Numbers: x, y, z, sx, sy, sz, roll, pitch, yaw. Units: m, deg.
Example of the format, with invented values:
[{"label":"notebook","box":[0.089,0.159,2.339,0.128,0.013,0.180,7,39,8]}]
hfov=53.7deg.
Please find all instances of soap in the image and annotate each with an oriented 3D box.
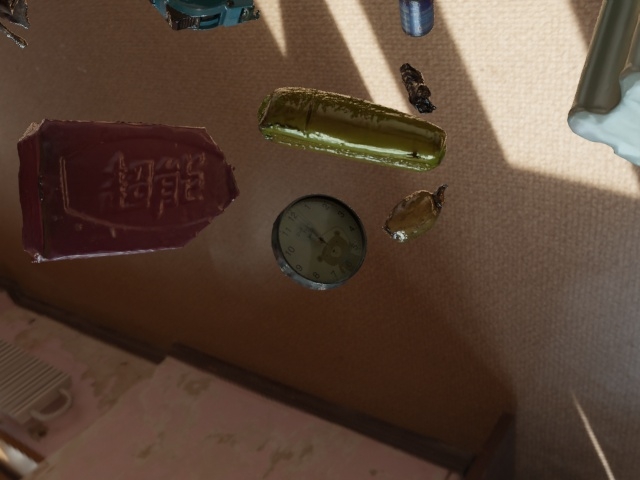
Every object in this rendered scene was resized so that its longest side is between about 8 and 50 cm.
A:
[{"label":"soap","box":[-0.225,-0.065,0.769,0.099,0.249,0.162,-7,90,50]},{"label":"soap","box":[0.226,-0.131,0.358,0.118,0.198,0.066,25,161,-5]}]

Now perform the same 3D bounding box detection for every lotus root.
[{"label":"lotus root","box":[0.274,-0.078,1.783,0.220,0.125,0.118,-34,101,3]}]

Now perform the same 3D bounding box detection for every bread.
[{"label":"bread","box":[0.065,-0.225,1.254,0.383,0.112,0.166,11,176,-3]}]

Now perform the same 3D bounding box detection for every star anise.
[{"label":"star anise","box":[-0.616,-0.493,1.208,0.209,0.089,0.232,-138,42,-77]}]

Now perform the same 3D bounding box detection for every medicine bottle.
[{"label":"medicine bottle","box":[0.220,-0.571,1.466,0.083,0.084,0.203,26,161,24]}]

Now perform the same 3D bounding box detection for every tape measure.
[{"label":"tape measure","box":[-0.159,-0.343,0.826,0.081,0.145,0.125,158,95,-73]}]

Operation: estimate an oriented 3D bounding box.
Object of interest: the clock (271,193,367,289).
[{"label":"clock","box":[0.000,0.000,0.538,0.085,0.085,0.017,49,153,1]}]

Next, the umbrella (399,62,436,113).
[{"label":"umbrella","box":[0.251,-0.416,1.688,0.059,0.236,0.066,-33,128,19]}]
